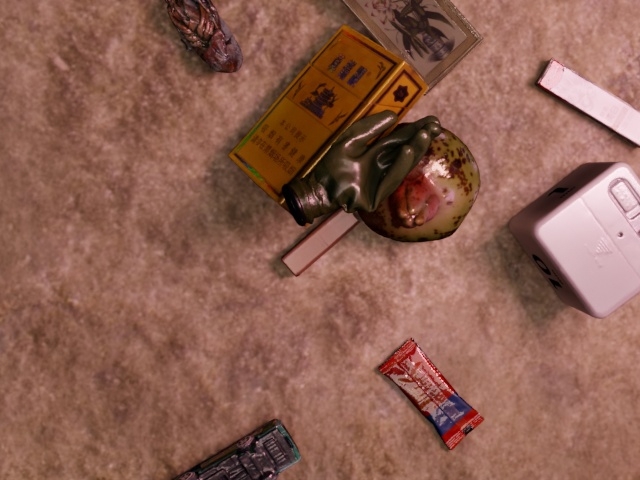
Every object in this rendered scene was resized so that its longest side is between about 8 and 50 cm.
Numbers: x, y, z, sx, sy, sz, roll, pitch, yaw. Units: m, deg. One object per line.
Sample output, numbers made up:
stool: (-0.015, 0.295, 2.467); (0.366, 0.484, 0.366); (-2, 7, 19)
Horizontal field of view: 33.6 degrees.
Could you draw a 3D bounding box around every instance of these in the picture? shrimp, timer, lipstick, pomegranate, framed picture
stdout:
shrimp: (-0.216, -0.373, 1.784); (0.233, 0.079, 0.090); (48, 129, -2)
timer: (0.457, -0.005, 1.770); (0.194, 0.195, 0.192); (-37, 94, 0)
lipstick: (0.000, 0.000, 1.829); (0.145, 0.045, 0.045); (-40, 92, 2)
pomegranate: (0.151, -0.079, 1.731); (0.214, 0.248, 0.214); (3, 117, 7)
framed picture: (0.152, -0.377, 1.790); (0.231, 0.010, 0.173); (47, 64, -5)

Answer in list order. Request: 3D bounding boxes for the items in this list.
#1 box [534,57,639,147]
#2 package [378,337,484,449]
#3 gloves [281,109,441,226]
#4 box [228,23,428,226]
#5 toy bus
box: (0.476, -0.237, 1.832); (0.218, 0.039, 0.055); (30, 94, -3)
package: (0.195, 0.270, 1.865); (0.083, 0.022, 0.200); (-41, 95, 2)
gloves: (0.067, -0.112, 1.624); (0.268, 0.107, 0.135); (-29, 80, 6)
box: (0.009, -0.193, 1.742); (0.301, 0.193, 0.084); (-48, 133, 2)
toy bus: (-0.159, 0.400, 1.819); (0.262, 0.109, 0.091); (-30, 96, 2)
